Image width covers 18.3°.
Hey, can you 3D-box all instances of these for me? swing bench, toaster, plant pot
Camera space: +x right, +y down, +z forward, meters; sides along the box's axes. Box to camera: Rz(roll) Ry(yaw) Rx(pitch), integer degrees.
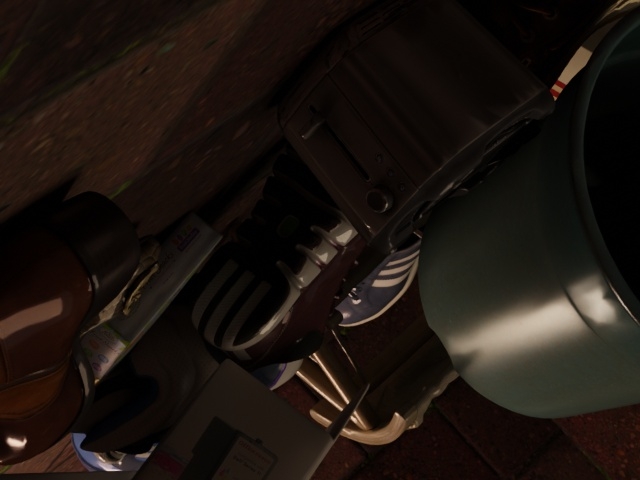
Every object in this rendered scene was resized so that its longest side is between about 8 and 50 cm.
[{"bbox_3d":[0.063,0.037,1.945,0.253,0.255,0.165,-40,174,-27],"label":"swing bench"},{"bbox_3d":[0.074,-0.102,1.522,0.227,0.146,0.129,-36,172,-46],"label":"toaster"},{"bbox_3d":[0.273,0.000,1.744,0.341,0.341,0.334,-40,-176,-31],"label":"plant pot"}]

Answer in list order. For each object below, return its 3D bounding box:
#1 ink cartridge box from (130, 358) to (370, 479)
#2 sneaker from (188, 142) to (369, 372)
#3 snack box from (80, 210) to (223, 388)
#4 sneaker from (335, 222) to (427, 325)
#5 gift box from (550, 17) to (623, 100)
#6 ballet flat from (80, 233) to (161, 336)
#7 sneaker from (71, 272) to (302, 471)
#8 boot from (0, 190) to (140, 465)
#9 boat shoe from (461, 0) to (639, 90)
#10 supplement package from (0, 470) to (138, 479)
[{"bbox_3d":[-0.116,0.242,1.646,0.353,0.119,0.207,-53,179,-39],"label":"ink cartridge box"},{"bbox_3d":[0.000,0.000,1.722,0.281,0.106,0.162,-47,156,-13],"label":"sneaker"},{"bbox_3d":[-0.145,0.050,1.608,0.141,0.037,0.100,-51,-179,-40],"label":"snack box"},{"bbox_3d":[0.057,-0.006,2.340,0.148,0.131,0.350,-27,160,-45],"label":"sneaker"},{"bbox_3d":[0.361,-0.220,2.164,0.276,0.258,0.255,-62,-178,-28],"label":"gift box"},{"bbox_3d":[-0.205,0.092,1.492,0.250,0.058,0.084,-43,175,3],"label":"ballet flat"},{"bbox_3d":[-0.190,0.144,1.829,0.323,0.130,0.236,-31,165,38],"label":"sneaker"},{"bbox_3d":[-0.246,0.117,1.200,0.280,0.096,0.264,-37,173,-40],"label":"boot"},{"bbox_3d":[0.189,-0.217,1.752,0.342,0.123,0.123,-35,148,0],"label":"boat shoe"},{"bbox_3d":[-0.253,0.323,1.789,0.149,0.194,0.203,-34,156,33],"label":"supplement package"}]
